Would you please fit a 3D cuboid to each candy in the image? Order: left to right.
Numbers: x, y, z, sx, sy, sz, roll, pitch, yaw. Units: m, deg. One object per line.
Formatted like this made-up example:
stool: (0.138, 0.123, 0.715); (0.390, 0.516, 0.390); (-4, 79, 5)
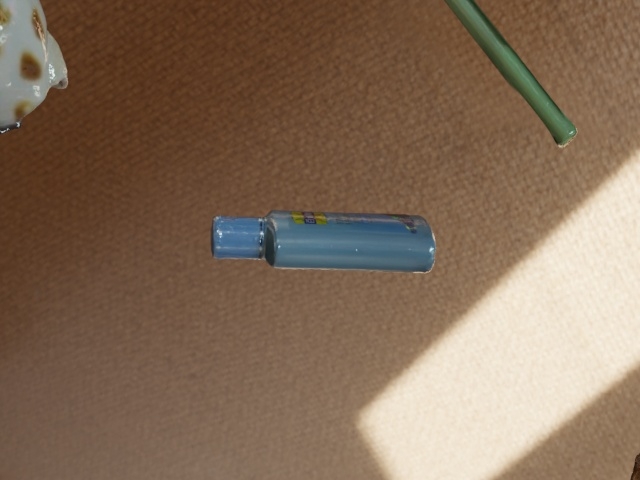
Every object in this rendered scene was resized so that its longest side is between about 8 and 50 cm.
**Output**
candy: (0.078, -0.254, 0.815); (0.119, 0.119, 0.440); (-47, 67, 35)

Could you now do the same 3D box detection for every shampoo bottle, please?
shampoo bottle: (0.000, 0.000, 1.138); (0.258, 0.104, 0.061); (1, 111, -8)

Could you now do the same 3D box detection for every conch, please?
conch: (-0.385, -0.233, 0.972); (0.274, 0.183, 0.149); (19, 140, 17)

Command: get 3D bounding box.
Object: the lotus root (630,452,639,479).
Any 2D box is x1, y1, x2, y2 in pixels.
lotus root: (0.420, 0.231, 0.729); (0.316, 0.316, 0.250); (42, 149, -9)
